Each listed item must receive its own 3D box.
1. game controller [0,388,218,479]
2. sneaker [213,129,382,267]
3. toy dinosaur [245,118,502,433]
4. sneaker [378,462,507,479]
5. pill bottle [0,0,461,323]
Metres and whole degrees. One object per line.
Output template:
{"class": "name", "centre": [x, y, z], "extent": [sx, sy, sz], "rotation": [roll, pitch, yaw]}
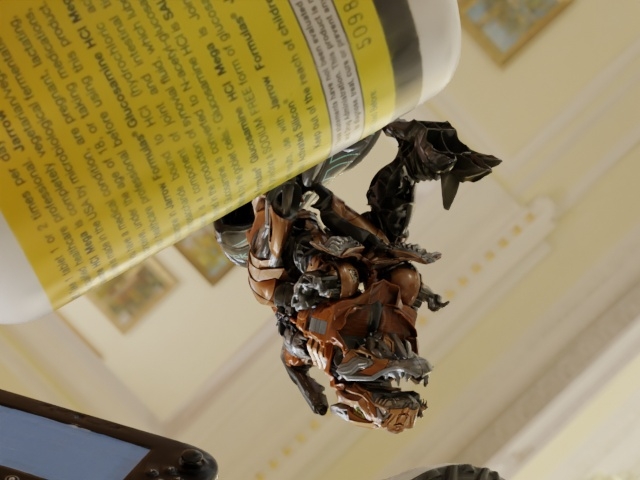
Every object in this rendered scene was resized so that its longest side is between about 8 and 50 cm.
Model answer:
{"class": "game controller", "centre": [-0.263, 0.210, 1.435], "extent": [0.166, 0.319, 0.067], "rotation": [-31, 133, -70]}
{"class": "sneaker", "centre": [-0.020, -0.092, 1.516], "extent": [0.267, 0.101, 0.106], "rotation": [-59, 158, -3]}
{"class": "toy dinosaur", "centre": [0.000, 0.000, 1.127], "extent": [0.164, 0.322, 0.218], "rotation": [-8, 130, -47]}
{"class": "sneaker", "centre": [0.026, 0.201, 1.001], "extent": [0.271, 0.100, 0.108], "rotation": [2, 172, -29]}
{"class": "pill bottle", "centre": [-0.117, -0.079, 0.717], "extent": [0.334, 0.188, 0.188], "rotation": [-30, -176, -12]}
